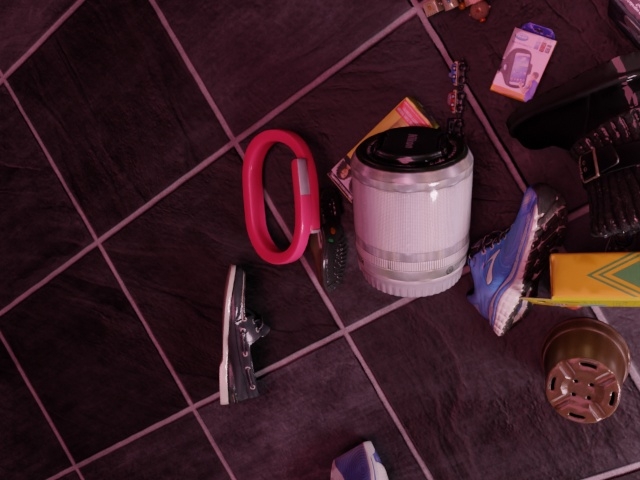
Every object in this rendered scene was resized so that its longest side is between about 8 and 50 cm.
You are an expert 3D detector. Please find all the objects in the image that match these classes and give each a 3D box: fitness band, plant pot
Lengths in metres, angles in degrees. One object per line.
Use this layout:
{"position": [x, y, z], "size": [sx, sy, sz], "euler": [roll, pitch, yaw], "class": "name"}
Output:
{"position": [-0.089, -0.094, 1.411], "size": [0.209, 0.054, 0.290], "euler": [2, 97, 49], "class": "fitness band"}
{"position": [0.489, 0.247, 1.221], "size": [0.167, 0.165, 0.166], "euler": [5, 103, 23], "class": "plant pot"}

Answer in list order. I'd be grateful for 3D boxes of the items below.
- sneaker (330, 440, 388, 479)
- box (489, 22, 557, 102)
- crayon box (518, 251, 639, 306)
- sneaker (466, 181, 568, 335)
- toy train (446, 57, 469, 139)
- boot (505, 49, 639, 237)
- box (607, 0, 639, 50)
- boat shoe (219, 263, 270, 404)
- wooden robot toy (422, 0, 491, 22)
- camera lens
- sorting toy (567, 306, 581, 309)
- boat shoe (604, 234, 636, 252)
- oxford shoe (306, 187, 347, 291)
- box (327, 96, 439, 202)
{"position": [0.144, 0.625, 1.480], "size": [0.127, 0.182, 0.315], "euler": [-33, 58, 24], "class": "sneaker"}
{"position": [0.379, -0.331, 1.213], "size": [0.081, 0.028, 0.136], "euler": [25, 112, 17], "class": "box"}
{"position": [0.510, 0.069, 1.105], "size": [0.319, 0.202, 0.081], "euler": [-2, 81, 23], "class": "crayon box"}
{"position": [0.343, 0.027, 1.221], "size": [0.147, 0.130, 0.330], "euler": [39, 137, 30], "class": "sneaker"}
{"position": [0.265, -0.274, 1.276], "size": [0.036, 0.027, 0.158], "euler": [10, 106, 32], "class": "toy train"}
{"position": [0.441, -0.129, 1.067], "size": [0.131, 0.348, 0.260], "euler": [-16, 89, -11], "class": "boot"}
{"position": [0.552, -0.355, 1.011], "size": [0.142, 0.247, 0.163], "euler": [-41, 84, 26], "class": "box"}
{"position": [-0.175, 0.222, 1.533], "size": [0.113, 0.127, 0.340], "euler": [3, 96, -7], "class": "boat shoe"}
{"position": [0.279, -0.439, 1.211], "size": [0.173, 0.076, 0.079], "euler": [-16, 106, 26], "class": "wooden robot toy"}
{"position": [0.171, -0.060, 1.228], "size": [0.219, 0.219, 0.274], "euler": [8, 123, 21], "class": "camera lens"}
{"position": [0.482, 0.080, 1.260], "size": [0.061, 0.042, 0.101], "euler": [4, 92, 7], "class": "sorting toy"}
{"position": [0.554, 0.005, 1.206], "size": [0.049, 0.040, 0.142], "euler": [11, 106, 21], "class": "boat shoe"}
{"position": [0.000, 0.000, 1.431], "size": [0.096, 0.083, 0.227], "euler": [0, 99, 39], "class": "oxford shoe"}
{"position": [0.126, -0.183, 1.336], "size": [0.232, 0.058, 0.087], "euler": [-41, 84, 25], "class": "box"}
